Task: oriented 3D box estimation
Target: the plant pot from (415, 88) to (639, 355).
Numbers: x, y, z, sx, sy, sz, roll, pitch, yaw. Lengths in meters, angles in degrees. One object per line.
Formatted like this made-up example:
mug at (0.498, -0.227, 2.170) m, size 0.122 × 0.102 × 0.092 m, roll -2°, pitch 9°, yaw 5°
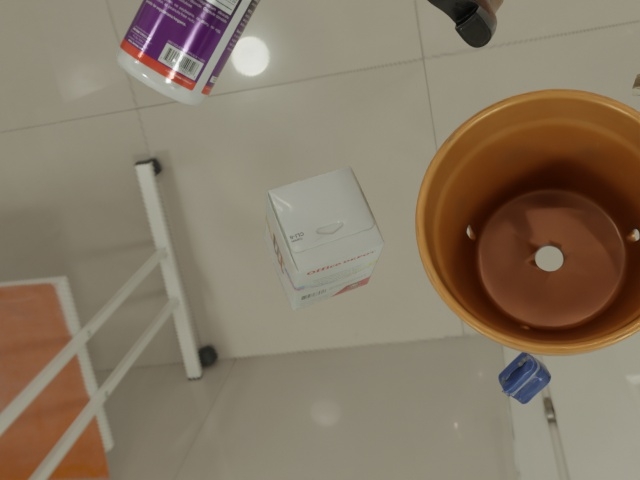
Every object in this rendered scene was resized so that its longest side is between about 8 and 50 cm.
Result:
plant pot at (0.269, -0.002, 0.903) m, size 0.290 × 0.203 × 0.291 m, roll -4°, pitch 75°, yaw 15°

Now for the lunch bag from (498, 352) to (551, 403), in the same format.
lunch bag at (0.406, 0.277, 1.563) m, size 0.065 × 0.067 × 0.098 m, roll 37°, pitch 104°, yaw -18°

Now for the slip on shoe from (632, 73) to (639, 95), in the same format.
slip on shoe at (0.623, -0.284, 1.412) m, size 0.051 × 0.135 × 0.041 m, roll 0°, pitch 101°, yaw -14°

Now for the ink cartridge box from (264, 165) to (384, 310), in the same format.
ink cartridge box at (0.000, 0.000, 1.096) m, size 0.128 × 0.176 × 0.127 m, roll -18°, pitch 72°, yaw -12°

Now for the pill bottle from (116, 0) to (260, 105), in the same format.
pill bottle at (-0.220, -0.418, 1.391) m, size 0.181 × 0.181 × 0.323 m, roll 30°, pitch 100°, yaw -3°

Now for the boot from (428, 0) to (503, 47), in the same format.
boot at (0.307, -0.574, 1.658) m, size 0.264 × 0.280 × 0.096 m, roll 44°, pitch 129°, yaw -15°
